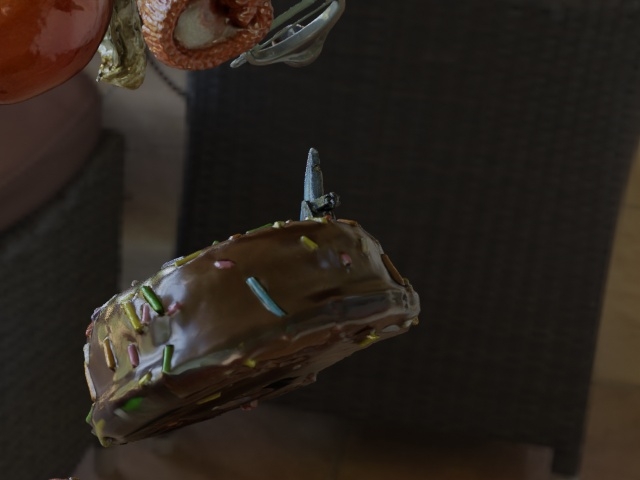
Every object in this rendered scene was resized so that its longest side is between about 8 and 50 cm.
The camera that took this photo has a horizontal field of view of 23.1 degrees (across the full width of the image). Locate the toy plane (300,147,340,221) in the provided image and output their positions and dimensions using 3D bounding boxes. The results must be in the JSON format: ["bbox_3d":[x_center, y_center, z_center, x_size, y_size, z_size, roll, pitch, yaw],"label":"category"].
[{"bbox_3d":[0.005,-0.001,2.046,0.169,0.246,0.078,4,-6,-37],"label":"toy plane"}]

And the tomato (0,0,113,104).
[{"bbox_3d":[-0.342,-0.255,1.743,0.260,0.180,0.260,-15,26,8],"label":"tomato"}]

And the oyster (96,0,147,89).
[{"bbox_3d":[-0.281,-0.317,1.993,0.094,0.294,0.166,-29,72,-11],"label":"oyster"}]

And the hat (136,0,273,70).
[{"bbox_3d":[-0.123,-0.220,1.363,0.112,0.093,0.162,-26,37,-17],"label":"hat"}]

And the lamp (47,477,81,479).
[{"bbox_3d":[-0.321,0.345,1.965,0.108,0.107,0.092,10,53,12],"label":"lamp"}]

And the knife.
[{"bbox_3d":[-0.032,-0.194,1.559,0.123,0.053,0.278,-29,4,0],"label":"knife"}]

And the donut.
[{"bbox_3d":[-0.059,0.059,1.035,0.216,0.096,0.230,-16,-11,-25],"label":"donut"}]
